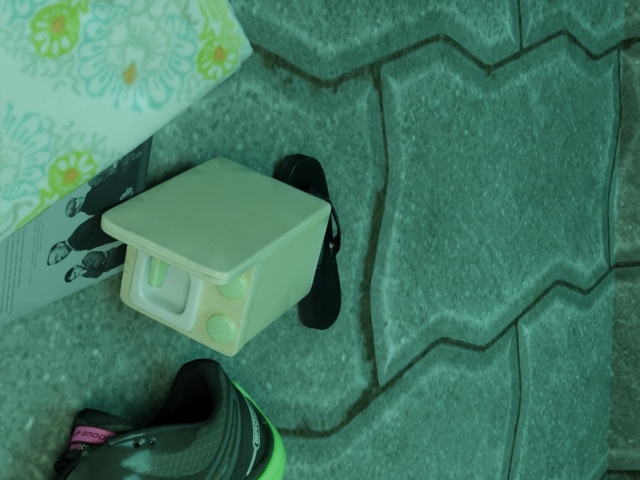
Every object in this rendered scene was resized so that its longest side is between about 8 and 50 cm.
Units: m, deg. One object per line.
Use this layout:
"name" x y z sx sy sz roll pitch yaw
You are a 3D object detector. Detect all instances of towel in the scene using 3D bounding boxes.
"towel" -0.253 -0.154 0.826 0.374 0.090 0.320 -36 137 -8

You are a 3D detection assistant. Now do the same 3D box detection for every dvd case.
"dvd case" -0.258 -0.018 1.081 0.239 0.029 0.179 -27 138 -51

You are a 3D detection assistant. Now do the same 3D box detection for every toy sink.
"toy sink" -0.116 0.023 1.193 0.234 0.153 0.131 -37 146 -57

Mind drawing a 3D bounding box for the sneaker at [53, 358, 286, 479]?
"sneaker" -0.231 0.283 1.135 0.483 0.185 0.202 -40 110 -50

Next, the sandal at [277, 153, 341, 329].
"sandal" 0.001 0.000 1.494 0.097 0.054 0.254 -40 128 -46
